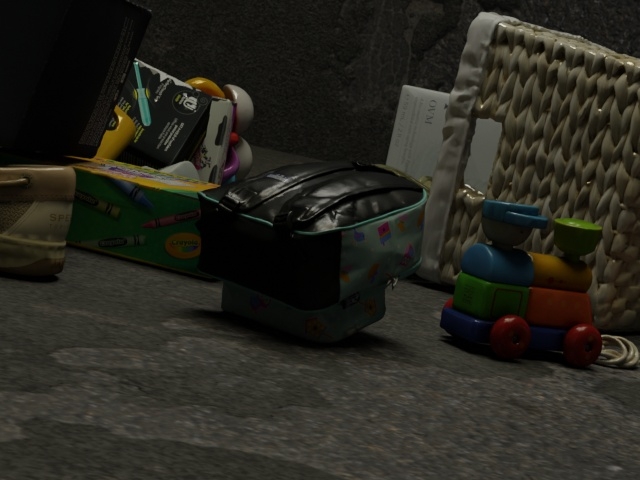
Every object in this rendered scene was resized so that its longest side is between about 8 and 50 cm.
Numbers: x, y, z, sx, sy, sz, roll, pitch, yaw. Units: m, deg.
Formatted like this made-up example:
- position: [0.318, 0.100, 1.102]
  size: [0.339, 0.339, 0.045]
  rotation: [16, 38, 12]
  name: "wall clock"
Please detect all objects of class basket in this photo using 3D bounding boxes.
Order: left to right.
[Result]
- position: [0.326, -0.074, 1.979]
  size: [0.266, 0.328, 0.331]
  rotation: [19, 9, 37]
  name: "basket"

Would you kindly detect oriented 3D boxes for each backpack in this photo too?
- position: [0.002, 0.003, 1.472]
  size: [0.166, 0.144, 0.188]
  rotation: [14, 30, 38]
  name: "backpack"

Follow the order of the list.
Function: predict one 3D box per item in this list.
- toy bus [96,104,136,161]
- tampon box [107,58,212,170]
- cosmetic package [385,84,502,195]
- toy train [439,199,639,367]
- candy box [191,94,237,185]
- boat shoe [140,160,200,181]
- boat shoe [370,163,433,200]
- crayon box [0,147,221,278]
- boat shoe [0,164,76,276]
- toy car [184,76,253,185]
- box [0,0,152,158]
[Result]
- position: [-0.301, -0.092, 1.963]
  size: [0.104, 0.202, 0.191]
  rotation: [42, -5, -9]
  name: "toy bus"
- position: [-0.237, -0.149, 2.107]
  size: [0.161, 0.120, 0.101]
  rotation: [27, -28, 5]
  name: "tampon box"
- position: [0.213, -0.081, 2.276]
  size: [0.224, 0.224, 0.138]
  rotation: [14, 6, 23]
  name: "cosmetic package"
- position: [0.243, 0.043, 1.603]
  size: [0.248, 0.143, 0.105]
  rotation: [8, 8, -30]
  name: "toy train"
- position: [-0.242, -0.134, 2.217]
  size: [0.233, 0.159, 0.071]
  rotation: [13, 4, 6]
  name: "candy box"
- position: [-0.209, -0.048, 1.947]
  size: [0.070, 0.078, 0.219]
  rotation: [-10, 4, 17]
  name: "boat shoe"
- position: [0.112, -0.022, 2.076]
  size: [0.113, 0.103, 0.302]
  rotation: [38, 11, 22]
  name: "boat shoe"
- position: [-0.201, -0.032, 1.743]
  size: [0.278, 0.081, 0.165]
  rotation: [13, 7, 16]
  name: "crayon box"
- position: [-0.386, -0.054, 1.464]
  size: [0.341, 0.110, 0.121]
  rotation: [11, 6, -3]
  name: "boat shoe"
- position: [-0.165, -0.131, 2.336]
  size: [0.159, 0.182, 0.136]
  rotation: [-9, 30, -21]
  name: "toy car"
- position: [-0.380, -0.227, 1.625]
  size: [0.343, 0.179, 0.312]
  rotation: [23, 3, 6]
  name: "box"
